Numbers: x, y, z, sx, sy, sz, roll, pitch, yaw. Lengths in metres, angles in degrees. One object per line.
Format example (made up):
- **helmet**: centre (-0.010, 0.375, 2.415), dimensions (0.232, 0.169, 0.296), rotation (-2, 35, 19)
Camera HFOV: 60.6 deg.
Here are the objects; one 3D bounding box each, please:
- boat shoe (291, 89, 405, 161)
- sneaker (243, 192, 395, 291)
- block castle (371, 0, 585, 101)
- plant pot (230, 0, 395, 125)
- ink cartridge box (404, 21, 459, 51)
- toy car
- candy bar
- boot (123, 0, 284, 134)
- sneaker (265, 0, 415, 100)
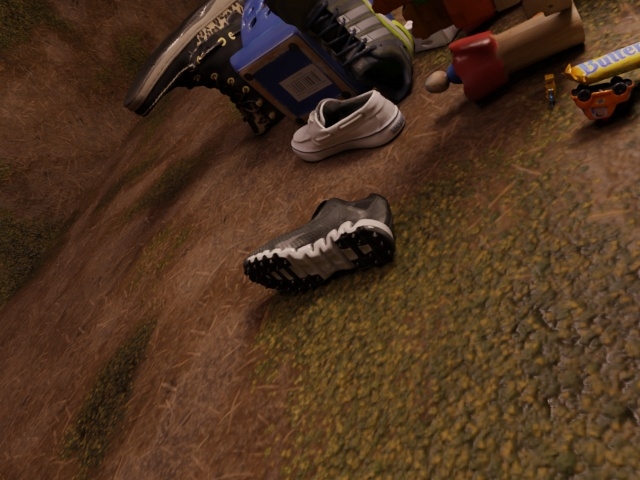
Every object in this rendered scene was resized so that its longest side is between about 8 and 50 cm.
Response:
- **boat shoe**: centre (0.026, -0.201, 0.924), dimensions (0.258, 0.084, 0.095), rotation (-5, 49, 49)
- **sneaker**: centre (0.000, 0.000, 0.725), dimensions (0.234, 0.078, 0.106), rotation (-19, 37, 33)
- **block castle**: centre (0.147, -0.425, 0.687), dimensions (0.213, 0.453, 0.303), rotation (-19, 40, 27)
- **plant pot**: centre (-0.017, -0.370, 1.050), dimensions (0.236, 0.236, 0.212), rotation (-16, 48, 42)
- **ink cartridge box**: centre (0.212, -0.398, 0.962), dimensions (0.089, 0.052, 0.122), rotation (10, 62, 55)
- **toy car**: centre (0.290, -0.159, 0.596), dimensions (0.060, 0.040, 0.122), rotation (-14, 23, 9)
- **candy bar**: centre (0.328, -0.191, 0.555), dimensions (0.162, 0.018, 0.040), rotation (-19, 34, 2)
- **boot**: centre (-0.216, -0.345, 1.204), dimensions (0.138, 0.284, 0.377), rotation (-1, 51, 50)
- **sneaker**: centre (0.046, -0.323, 0.857), dimensions (0.111, 0.300, 0.121), rotation (-42, 44, 39)
